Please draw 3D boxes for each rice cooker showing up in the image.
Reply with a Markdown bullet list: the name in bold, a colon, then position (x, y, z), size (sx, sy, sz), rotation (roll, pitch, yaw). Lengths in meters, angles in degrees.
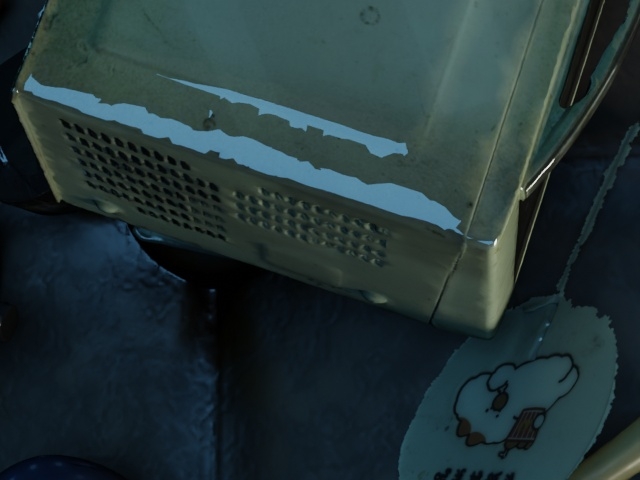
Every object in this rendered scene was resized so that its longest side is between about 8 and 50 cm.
- **rice cooker**: position (-0.174, -0.086, 1.140), size (0.165, 0.106, 0.112), rotation (-28, 75, 4)

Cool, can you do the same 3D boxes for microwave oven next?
- **microwave oven**: position (0.030, -0.179, 0.990), size (0.333, 0.247, 0.394), rotation (18, 75, 5)

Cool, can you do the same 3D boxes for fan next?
- **fan**: position (0.148, 0.057, 1.037), size (0.009, 0.191, 0.329), rotation (37, 66, -24)

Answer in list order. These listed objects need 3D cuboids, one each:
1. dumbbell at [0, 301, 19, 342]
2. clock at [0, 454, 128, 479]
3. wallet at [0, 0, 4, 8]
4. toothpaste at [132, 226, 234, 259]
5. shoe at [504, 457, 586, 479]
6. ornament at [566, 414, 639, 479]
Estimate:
- **dumbbell**: position (-0.397, 0.032, 1.136), size (0.388, 0.185, 0.185), rotation (8, 83, 16)
- **clock**: position (-0.204, 0.256, 1.054), size (0.243, 0.199, 0.146), rotation (-48, 116, -7)
- **wallet**: position (-0.354, -0.191, 1.232), size (0.204, 0.045, 0.142), rotation (39, 94, 17)
- **toothpaste**: position (0.000, 0.001, 1.112), size (0.268, 0.047, 0.069), rotation (17, 99, 18)
- **shoe**: position (0.134, 0.237, 0.999), size (0.099, 0.125, 0.227), rotation (1, 80, 11)
- **ornament**: position (0.269, 0.126, 1.005), size (0.245, 0.061, 0.230), rotation (-34, 78, -14)
